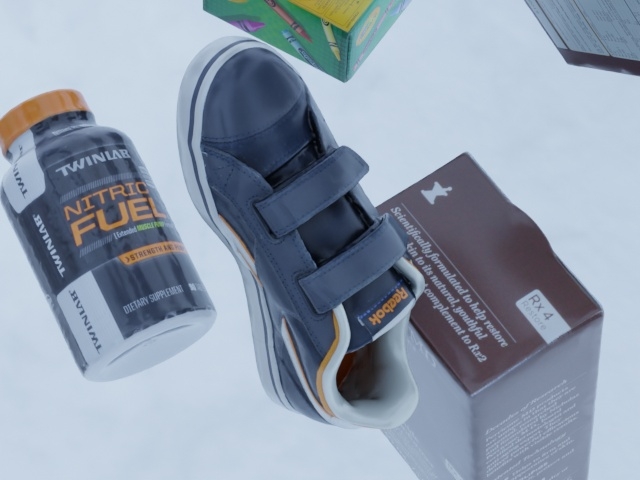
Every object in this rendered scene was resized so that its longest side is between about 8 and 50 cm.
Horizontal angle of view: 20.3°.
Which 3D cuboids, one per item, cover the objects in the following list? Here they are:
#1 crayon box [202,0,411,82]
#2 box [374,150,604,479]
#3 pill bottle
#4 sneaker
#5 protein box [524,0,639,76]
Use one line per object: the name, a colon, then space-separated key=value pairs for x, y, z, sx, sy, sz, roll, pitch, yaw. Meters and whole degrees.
crayon box: x=0.029 y=-0.300 z=1.722 sx=0.165 sy=0.081 sz=0.278 roll=29 pitch=61 yaw=16
box: x=0.136 y=0.115 z=1.571 sx=0.143 sy=0.381 sz=0.191 roll=-31 pitch=61 yaw=-13
pill bottle: x=-0.198 y=-0.010 z=1.563 sx=0.130 sy=0.130 sz=0.246 roll=-33 pitch=75 yaw=19
sneaker: x=0.000 y=0.000 z=1.307 sx=0.127 sy=0.321 sz=0.126 roll=17 pitch=45 yaw=44
protein box: x=0.267 y=-0.228 z=1.261 sx=0.200 sy=0.136 sz=0.201 roll=-51 pitch=35 yaw=-14
